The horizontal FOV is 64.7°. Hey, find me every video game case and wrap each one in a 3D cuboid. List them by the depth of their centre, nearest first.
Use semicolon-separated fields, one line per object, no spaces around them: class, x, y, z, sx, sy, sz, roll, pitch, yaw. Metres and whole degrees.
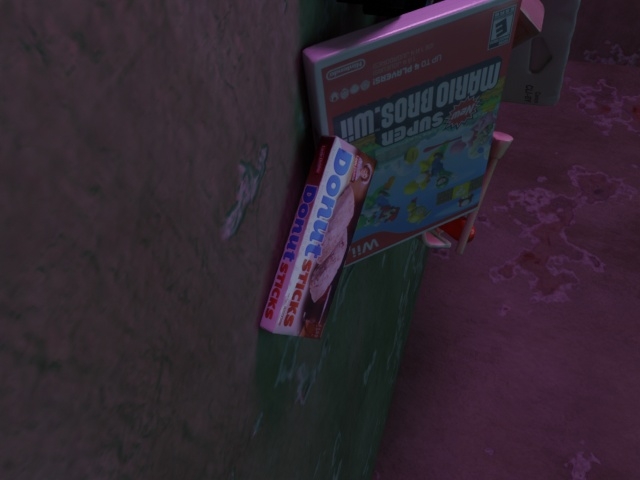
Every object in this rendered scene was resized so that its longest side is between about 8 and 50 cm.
video game case;0.094;-0.097;0.527;0.285;0.204;0.025;81;-18;-51

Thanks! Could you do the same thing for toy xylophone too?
toy xylophone;0.187;-0.116;0.772;0.081;0.236;0.323;-13;135;-28

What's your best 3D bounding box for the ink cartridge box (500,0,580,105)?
ink cartridge box;0.322;-0.445;0.764;0.279;0.160;0.385;43;61;-64

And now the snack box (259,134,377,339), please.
snack box;0.000;0.000;0.460;0.064;0.022;0.178;19;88;-45

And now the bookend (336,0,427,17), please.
bookend;0.056;-0.252;0.447;0.157;0.072;0.156;71;36;-62

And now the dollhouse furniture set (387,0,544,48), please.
dollhouse furniture set;0.169;-0.238;0.573;0.129;0.183;0.129;32;63;-25
